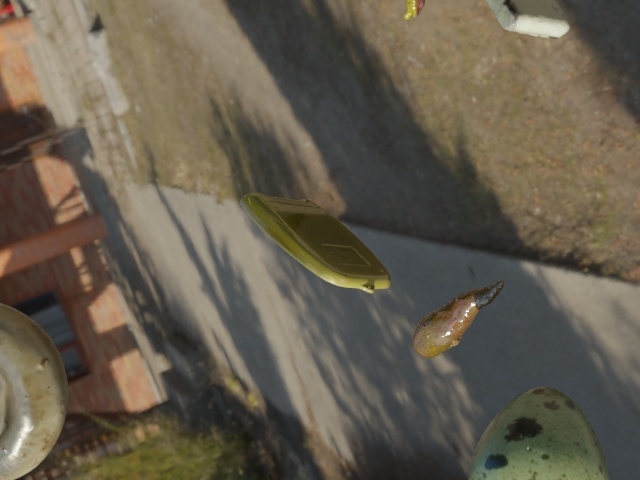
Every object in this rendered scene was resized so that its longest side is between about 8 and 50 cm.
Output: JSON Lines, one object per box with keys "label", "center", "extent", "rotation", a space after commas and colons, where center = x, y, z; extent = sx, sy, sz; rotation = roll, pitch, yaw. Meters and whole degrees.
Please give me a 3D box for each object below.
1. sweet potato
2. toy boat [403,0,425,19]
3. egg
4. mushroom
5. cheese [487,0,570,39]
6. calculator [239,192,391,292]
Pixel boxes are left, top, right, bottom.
{"label": "sweet potato", "center": [0.202, 0.127, 1.550], "extent": [0.226, 0.068, 0.068], "rotation": [-48, 61, 40]}
{"label": "toy boat", "center": [0.148, -0.569, 1.816], "extent": [0.099, 0.141, 0.318], "rotation": [-12, 104, 30]}
{"label": "egg", "center": [0.283, 0.298, 1.288], "extent": [0.177, 0.177, 0.228], "rotation": [106, 178, -64]}
{"label": "mushroom", "center": [-0.658, 0.292, 1.859], "extent": [0.294, 0.362, 0.362], "rotation": [-50, -58, -72]}
{"label": "cheese", "center": [0.203, -0.385, 1.259], "extent": [0.034, 0.085, 0.400], "rotation": [113, 148, -44]}
{"label": "calculator", "center": [0.000, 0.000, 1.362], "extent": [0.236, 0.157, 0.033], "rotation": [43, 114, 36]}
